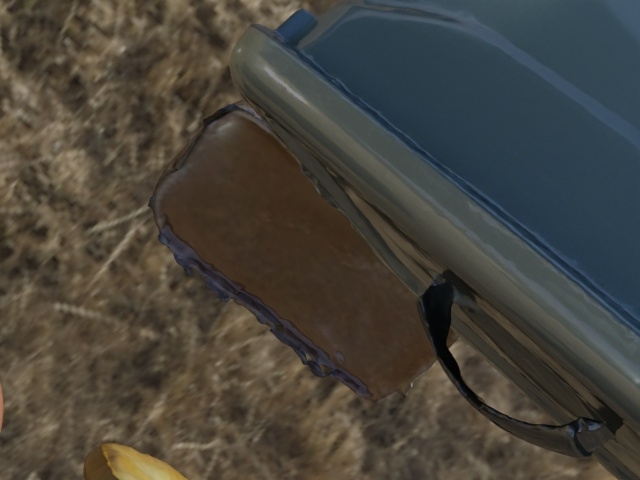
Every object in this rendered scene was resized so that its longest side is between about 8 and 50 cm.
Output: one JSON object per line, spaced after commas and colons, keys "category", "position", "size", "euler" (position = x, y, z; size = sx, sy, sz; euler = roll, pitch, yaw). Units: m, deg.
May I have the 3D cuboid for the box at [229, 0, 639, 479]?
{"category": "box", "position": [0.090, 0.002, 0.473], "size": [0.130, 0.162, 0.227], "euler": [-45, 53, -2]}

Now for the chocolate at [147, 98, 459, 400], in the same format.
{"category": "chocolate", "position": [-0.001, -0.001, 1.225], "size": [0.261, 0.161, 0.083], "euler": [40, 37, -10]}

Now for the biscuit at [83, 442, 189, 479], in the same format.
{"category": "biscuit", "position": [-0.036, 0.195, 0.897], "size": [0.041, 0.203, 0.260], "euler": [-53, 141, -4]}

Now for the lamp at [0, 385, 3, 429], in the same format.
{"category": "lamp", "position": [-0.462, 0.167, 1.540], "size": [0.305, 0.305, 0.240], "euler": [-24, 94, -35]}
